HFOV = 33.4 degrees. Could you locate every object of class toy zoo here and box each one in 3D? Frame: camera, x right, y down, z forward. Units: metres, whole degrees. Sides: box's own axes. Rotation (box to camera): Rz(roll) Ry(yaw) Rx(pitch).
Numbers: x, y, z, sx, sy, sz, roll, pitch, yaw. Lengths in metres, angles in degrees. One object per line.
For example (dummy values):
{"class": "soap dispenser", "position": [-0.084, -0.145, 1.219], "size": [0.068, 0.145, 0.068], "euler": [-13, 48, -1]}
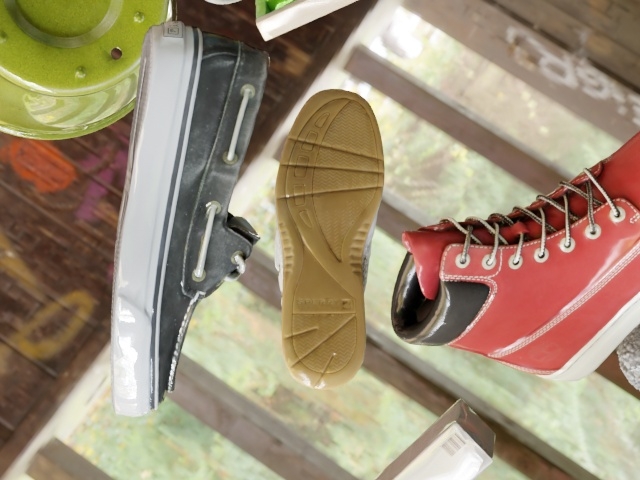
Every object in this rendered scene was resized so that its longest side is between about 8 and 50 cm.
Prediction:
{"class": "toy zoo", "position": [0.004, -0.380, 1.432], "size": [0.192, 0.030, 0.293], "euler": [-21, -145, 13]}

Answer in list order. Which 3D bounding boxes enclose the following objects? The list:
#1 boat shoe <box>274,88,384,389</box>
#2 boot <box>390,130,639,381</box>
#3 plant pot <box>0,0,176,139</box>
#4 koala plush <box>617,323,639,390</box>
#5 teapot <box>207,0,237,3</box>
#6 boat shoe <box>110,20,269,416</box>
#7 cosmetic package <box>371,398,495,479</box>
{"class": "boat shoe", "position": [0.000, 0.000, 0.991], "size": [0.096, 0.098, 0.277], "euler": [120, -23, -78]}
{"class": "boot", "position": [0.153, -0.015, 0.669], "size": [0.244, 0.176, 0.088], "euler": [-56, -145, 27]}
{"class": "plant pot", "position": [-0.332, -0.302, 1.327], "size": [0.366, 0.366, 0.353], "euler": [-56, -162, -3]}
{"class": "koala plush", "position": [0.402, 0.047, 1.042], "size": [0.203, 0.196, 0.221], "euler": [36, 49, -50]}
{"class": "teapot", "position": [-0.105, -0.424, 1.287], "size": [0.252, 0.187, 0.256], "euler": [-33, 175, -39]}
{"class": "boat shoe", "position": [-0.107, -0.007, 0.887], "size": [0.121, 0.119, 0.335], "euler": [-125, -136, -71]}
{"class": "cosmetic package", "position": [0.081, 0.277, 1.127], "size": [0.239, 0.060, 0.099], "euler": [-46, 179, 12]}
